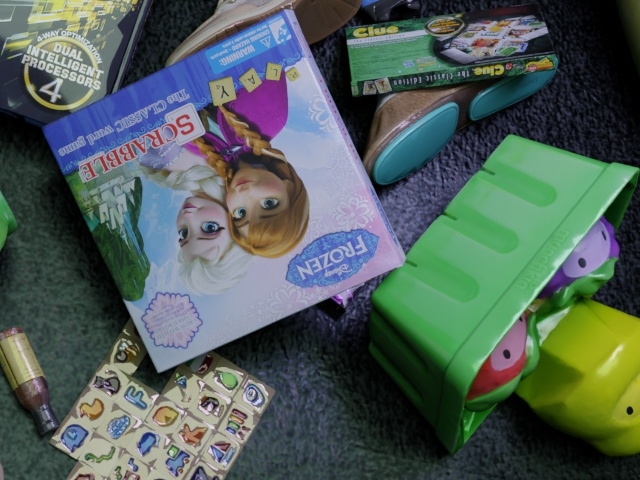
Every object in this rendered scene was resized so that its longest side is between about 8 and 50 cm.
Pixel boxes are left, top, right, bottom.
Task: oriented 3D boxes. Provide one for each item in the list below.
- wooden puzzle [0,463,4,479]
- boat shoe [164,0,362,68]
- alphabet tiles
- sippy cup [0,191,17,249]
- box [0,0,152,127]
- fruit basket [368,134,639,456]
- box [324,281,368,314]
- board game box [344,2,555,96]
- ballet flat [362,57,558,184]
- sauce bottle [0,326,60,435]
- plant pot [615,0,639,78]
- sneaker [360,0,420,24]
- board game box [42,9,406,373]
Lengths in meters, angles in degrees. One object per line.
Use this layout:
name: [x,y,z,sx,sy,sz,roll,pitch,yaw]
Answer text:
wooden puzzle: [-0.499,0.408,1.451,0.322,0.080,0.348,0,78,-14]
boat shoe: [-0.086,-0.275,1.760,0.302,0.109,0.098,-36,45,-21]
alphabet tiles: [-0.194,0.225,1.616,0.198,0.009,0.237,32,69,-3]
sippy cup: [-0.493,-0.052,1.518,0.224,0.305,0.240,-33,109,-13]
box: [-0.399,-0.325,1.651,0.394,0.097,0.318,20,86,-7]
fruit basket: [0.285,0.109,1.653,0.392,0.283,0.392,0,61,1]
box: [0.000,0.000,1.724,0.162,0.029,0.116,39,69,1]
board game box: [0.164,-0.248,1.767,0.259,0.030,0.136,-7,41,3]
ballet flat: [0.156,-0.193,1.790,0.342,0.116,0.124,-34,63,-21]
sauce bottle: [-0.340,0.163,1.582,0.042,0.042,0.128,-22,81,-19]
plant pot: [0.521,-0.295,1.844,0.274,0.275,0.294,-2,90,-15]
sneaker: [0.120,-0.345,1.844,0.152,0.058,0.085,-32,77,-16]
board game box: [-0.110,-0.054,1.571,0.318,0.066,0.318,-25,94,11]
